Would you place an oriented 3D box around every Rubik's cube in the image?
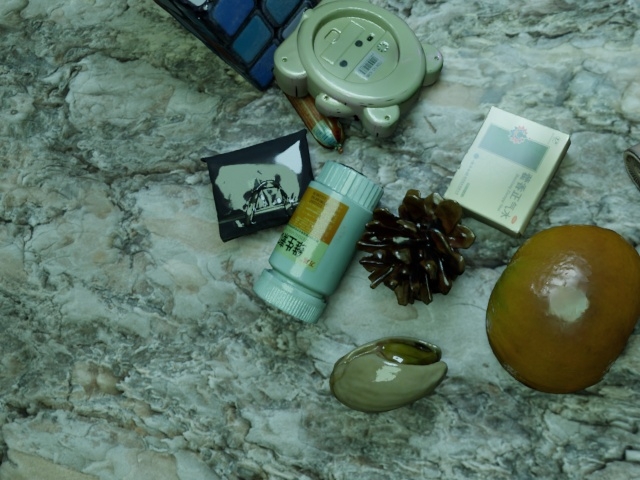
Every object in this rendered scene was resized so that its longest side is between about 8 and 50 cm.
[{"bbox_3d":[-0.196,-0.613,1.308,0.363,0.359,0.362,39,95,23],"label":"Rubik's cube"}]

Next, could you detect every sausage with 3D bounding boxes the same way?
[{"bbox_3d":[-0.020,-0.302,1.335,0.083,0.083,0.264,-34,73,10],"label":"sausage"}]

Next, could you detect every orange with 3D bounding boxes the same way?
[{"bbox_3d":[0.453,0.128,1.090,0.274,0.274,0.310,36,124,21],"label":"orange"}]

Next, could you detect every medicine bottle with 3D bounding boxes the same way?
[{"bbox_3d":[0.000,0.000,1.225,0.158,0.158,0.318,30,92,21],"label":"medicine bottle"}]

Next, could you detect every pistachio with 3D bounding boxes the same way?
[{"bbox_3d":[0.132,0.267,1.151,0.237,0.153,0.138,-21,34,12],"label":"pistachio"}]

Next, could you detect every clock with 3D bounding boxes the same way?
[{"bbox_3d":[0.084,-0.385,1.265,0.309,0.114,0.284,37,74,10],"label":"clock"}]

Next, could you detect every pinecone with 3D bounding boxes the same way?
[{"bbox_3d":[0.179,0.020,1.144,0.202,0.201,0.229,13,114,60],"label":"pinecone"}]

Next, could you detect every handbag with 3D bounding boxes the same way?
[{"bbox_3d":[-0.127,-0.121,1.321,0.254,0.089,0.211,-15,84,2],"label":"handbag"}]

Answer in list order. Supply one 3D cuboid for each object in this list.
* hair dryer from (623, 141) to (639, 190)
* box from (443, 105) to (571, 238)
[{"bbox_3d":[0.721,-0.060,1.042,0.189,0.107,0.344,-28,82,10],"label":"hair dryer"},{"bbox_3d":[0.370,-0.133,1.163,0.168,0.095,0.212,28,90,18],"label":"box"}]
